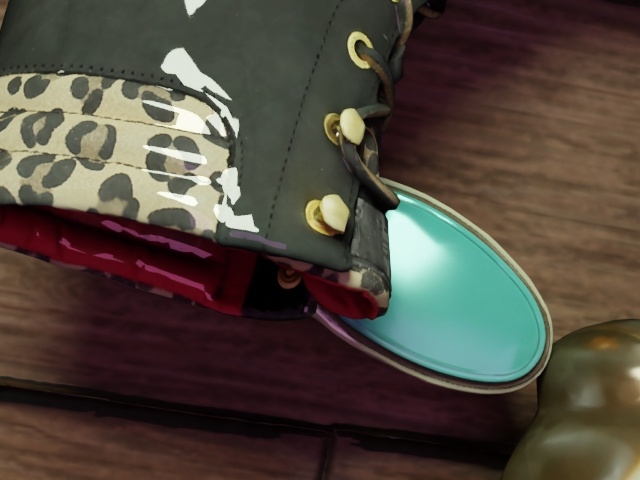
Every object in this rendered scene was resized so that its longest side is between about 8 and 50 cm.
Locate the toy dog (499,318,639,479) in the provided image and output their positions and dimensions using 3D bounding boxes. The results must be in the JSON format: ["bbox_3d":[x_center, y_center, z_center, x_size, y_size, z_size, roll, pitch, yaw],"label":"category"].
[{"bbox_3d":[0.281,0.150,0.552,0.408,0.395,0.284,1,123,16],"label":"toy dog"}]

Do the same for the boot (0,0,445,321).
[{"bbox_3d":[0.034,-0.104,0.532,0.377,0.138,0.284,12,72,-4],"label":"boot"}]

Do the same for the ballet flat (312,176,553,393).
[{"bbox_3d":[0.000,0.000,0.613,0.248,0.086,0.086,30,93,-1],"label":"ballet flat"}]
